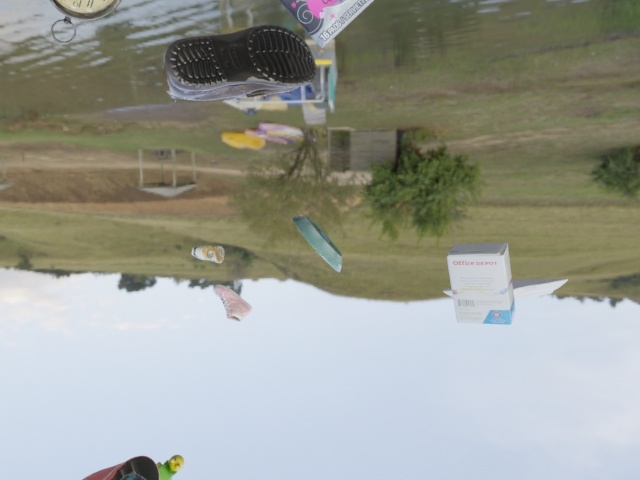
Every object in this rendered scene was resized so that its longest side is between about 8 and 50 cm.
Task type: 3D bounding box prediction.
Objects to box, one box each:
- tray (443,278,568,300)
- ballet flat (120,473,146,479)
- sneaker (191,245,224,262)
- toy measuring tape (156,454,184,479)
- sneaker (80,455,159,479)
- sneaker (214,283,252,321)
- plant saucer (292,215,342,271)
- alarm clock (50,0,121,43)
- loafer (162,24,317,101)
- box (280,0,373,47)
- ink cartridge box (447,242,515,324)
[{"bbox_3d":[0.369,0.098,1.133,0.145,0.030,0.270,-5,178,42],"label":"tray"},{"bbox_3d":[-0.253,0.365,0.759,0.070,0.188,0.070,16,-141,-14],"label":"ballet flat"},{"bbox_3d":[-0.206,0.022,1.058,0.036,0.032,0.083,4,170,18],"label":"sneaker"},{"bbox_3d":[-0.483,0.659,1.448,0.330,0.122,0.121,-36,-157,-22],"label":"toy measuring tape"},{"bbox_3d":[-0.462,0.524,1.097,0.136,0.116,0.313,-23,177,41],"label":"sneaker"},{"bbox_3d":[-0.278,0.194,1.752,0.070,0.134,0.051,-55,-175,-33],"label":"sneaker"},{"bbox_3d":[0.000,0.000,0.946,0.021,0.119,0.119,-41,-173,5],"label":"plant saucer"},{"bbox_3d":[-0.375,-0.394,0.887,0.064,0.192,0.129,43,-154,29],"label":"alarm clock"},{"bbox_3d":[-0.170,-0.361,1.200,0.365,0.134,0.130,-13,179,-37],"label":"loafer"},{"bbox_3d":[0.046,-0.431,0.833,0.247,0.142,0.163,-38,-155,22],"label":"box"},{"bbox_3d":[0.257,0.067,0.917,0.088,0.123,0.052,-2,-157,29],"label":"ink cartridge box"}]
